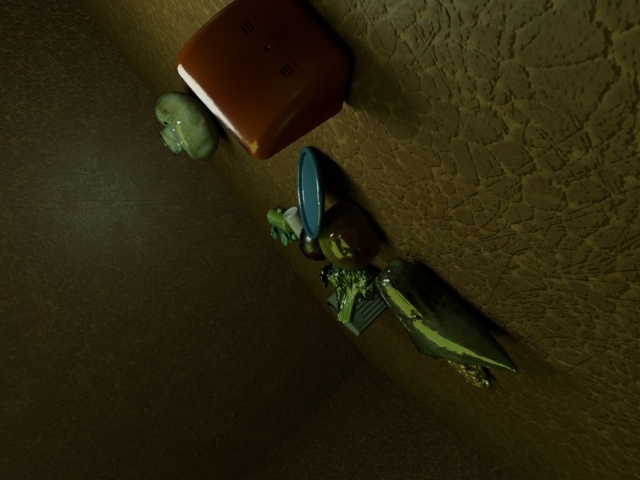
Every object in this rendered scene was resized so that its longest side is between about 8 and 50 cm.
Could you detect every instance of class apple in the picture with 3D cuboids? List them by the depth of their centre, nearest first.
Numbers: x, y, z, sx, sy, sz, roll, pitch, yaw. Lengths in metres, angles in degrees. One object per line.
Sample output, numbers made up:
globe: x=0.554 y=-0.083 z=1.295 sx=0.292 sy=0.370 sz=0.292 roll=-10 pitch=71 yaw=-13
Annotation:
apple: x=0.083 y=-0.010 z=1.284 sx=0.207 sy=0.174 sz=0.188 roll=0 pitch=134 yaw=53

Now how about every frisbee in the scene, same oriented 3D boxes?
frisbee: x=-0.021 y=-0.146 z=1.257 sx=0.289 sy=0.049 sz=0.289 roll=174 pitch=90 yaw=-76

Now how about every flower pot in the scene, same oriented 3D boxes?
flower pot: x=0.166 y=0.299 z=1.863 sx=0.239 sy=0.189 sz=0.209 roll=50 pitch=167 yaw=-13

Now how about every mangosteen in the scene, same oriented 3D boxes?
mangosteen: x=0.013 y=0.003 z=1.555 sx=0.200 sy=0.200 sz=0.200 roll=46 pitch=168 yaw=13

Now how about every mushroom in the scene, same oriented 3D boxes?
mushroom: x=-0.650 y=-0.546 z=1.971 sx=0.352 sy=0.260 sz=0.352 roll=50 pitch=173 yaw=8

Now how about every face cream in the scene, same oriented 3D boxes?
face cream: x=-0.074 y=-0.037 z=1.934 sx=0.269 sy=0.082 sz=0.082 roll=55 pitch=167 yaw=-30

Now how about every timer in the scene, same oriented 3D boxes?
timer: x=-0.107 y=-0.317 z=0.776 sx=0.257 sy=0.250 sz=0.161 roll=49 pitch=168 yaw=2

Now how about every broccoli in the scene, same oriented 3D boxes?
broccoli: x=0.104 y=0.194 z=1.576 sx=0.247 sy=0.243 sz=0.263 roll=10 pitch=175 yaw=-13

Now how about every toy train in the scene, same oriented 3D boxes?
toy train: x=-0.180 y=-0.083 z=2.145 sx=0.307 sy=0.126 sz=0.189 roll=-154 pitch=58 yaw=-61

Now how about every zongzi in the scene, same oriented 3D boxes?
zongzi: x=0.317 y=0.195 z=1.072 sx=0.323 sy=0.160 sz=0.360 roll=50 pitch=168 yaw=-11

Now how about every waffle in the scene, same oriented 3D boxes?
waffle: x=0.493 y=0.423 z=1.433 sx=0.238 sy=0.059 sz=0.243 roll=44 pitch=170 yaw=6
